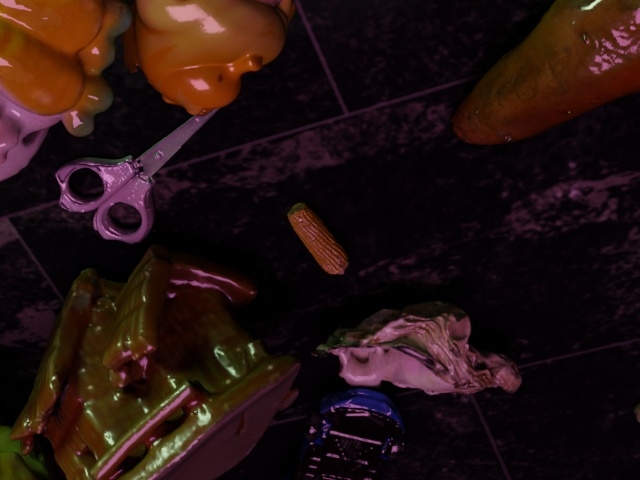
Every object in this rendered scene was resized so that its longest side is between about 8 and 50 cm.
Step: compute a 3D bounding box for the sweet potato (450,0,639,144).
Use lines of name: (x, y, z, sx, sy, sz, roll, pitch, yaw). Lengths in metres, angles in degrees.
sweet potato: (0.229, -0.165, 0.916, 0.359, 0.112, 0.112, -28, 122, 28)

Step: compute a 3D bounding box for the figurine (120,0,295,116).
figurine: (-0.058, -0.203, 0.904, 0.246, 0.131, 0.156, -48, 154, 17)

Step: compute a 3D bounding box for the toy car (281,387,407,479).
toy car: (0.019, 0.223, 1.277, 0.103, 0.063, 0.216, 14, 127, -9)

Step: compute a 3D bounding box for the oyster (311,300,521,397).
oyster: (0.097, 0.105, 1.177, 0.191, 0.081, 0.163, 25, 154, -15)

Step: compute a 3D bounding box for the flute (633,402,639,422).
flute: (0.385, 0.106, 1.181, 0.027, 0.027, 0.233, 30, 126, -20)

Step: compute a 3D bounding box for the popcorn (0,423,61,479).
popcorn: (-0.373, 0.287, 1.193, 0.274, 0.335, 0.279, 51, 137, 20)

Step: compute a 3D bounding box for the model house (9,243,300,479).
model house: (-0.167, 0.119, 1.128, 0.229, 0.219, 0.199, 47, 143, 22)

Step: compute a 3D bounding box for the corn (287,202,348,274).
corn: (0.000, 0.000, 1.119, 0.027, 0.028, 0.083, -21, 121, 26)

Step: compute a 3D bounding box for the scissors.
scissors: (-0.147, -0.068, 1.080, 0.189, 0.015, 0.100, -36, 116, 27)

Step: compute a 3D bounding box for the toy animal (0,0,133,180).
toy animal: (-0.277, -0.158, 0.885, 0.247, 0.183, 0.310, 25, 139, 31)
